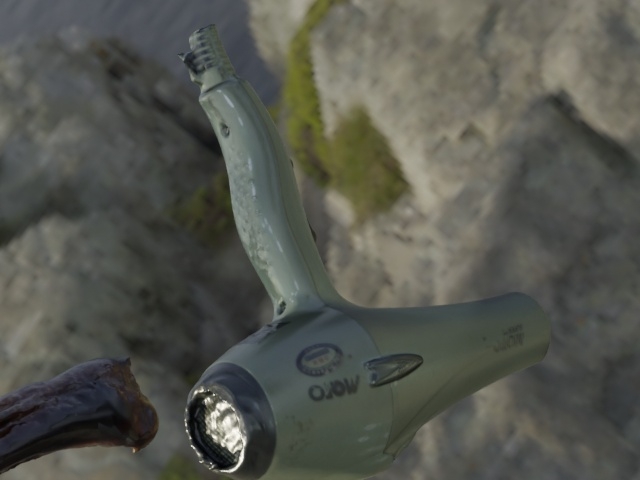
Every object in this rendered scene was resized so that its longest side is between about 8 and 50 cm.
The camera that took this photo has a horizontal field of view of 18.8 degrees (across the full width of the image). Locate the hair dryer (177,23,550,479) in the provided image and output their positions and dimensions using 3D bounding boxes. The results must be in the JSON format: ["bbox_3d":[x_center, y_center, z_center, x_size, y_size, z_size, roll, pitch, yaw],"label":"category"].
[{"bbox_3d":[0.025,0.017,0.973,0.088,0.219,0.225,-25,62,45],"label":"hair dryer"}]

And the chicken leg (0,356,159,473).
[{"bbox_3d":[-0.268,0.099,0.958,0.096,0.407,0.158,11,91,55],"label":"chicken leg"}]
